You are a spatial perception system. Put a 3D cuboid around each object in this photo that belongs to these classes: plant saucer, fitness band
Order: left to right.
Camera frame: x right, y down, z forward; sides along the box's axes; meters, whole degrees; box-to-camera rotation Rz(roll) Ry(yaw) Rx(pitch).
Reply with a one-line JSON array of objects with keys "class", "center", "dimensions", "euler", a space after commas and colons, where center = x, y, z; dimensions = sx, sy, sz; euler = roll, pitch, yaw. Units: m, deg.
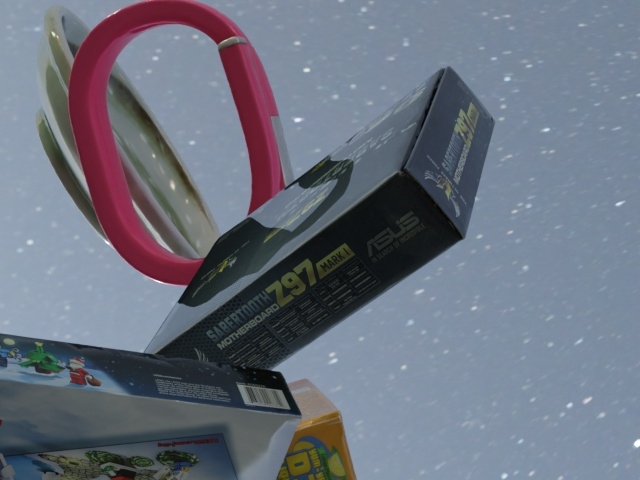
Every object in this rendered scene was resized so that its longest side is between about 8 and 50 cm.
[{"class": "plant saucer", "center": [-0.251, -0.094, 1.483], "dimensions": [0.100, 0.400, 0.400], "euler": [-31, -99, 4]}, {"class": "fitness band", "center": [-0.143, -0.098, 1.203], "dimensions": [0.209, 0.054, 0.291], "euler": [-15, -90, 18]}]

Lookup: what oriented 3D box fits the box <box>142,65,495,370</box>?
[{"class": "box", "center": [0.000, 0.000, 0.778], "dimensions": [0.232, 0.183, 0.059], "euler": [-37, -76, 28]}]

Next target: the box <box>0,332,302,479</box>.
[{"class": "box", "center": [-0.144, 0.128, 0.610], "dimensions": [0.159, 0.233, 0.044], "euler": [-68, -153, 22]}]

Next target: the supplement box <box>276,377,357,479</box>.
[{"class": "supplement box", "center": [-0.022, 0.180, 1.063], "dimensions": [0.080, 0.233, 0.078], "euler": [-15, -88, -9]}]
